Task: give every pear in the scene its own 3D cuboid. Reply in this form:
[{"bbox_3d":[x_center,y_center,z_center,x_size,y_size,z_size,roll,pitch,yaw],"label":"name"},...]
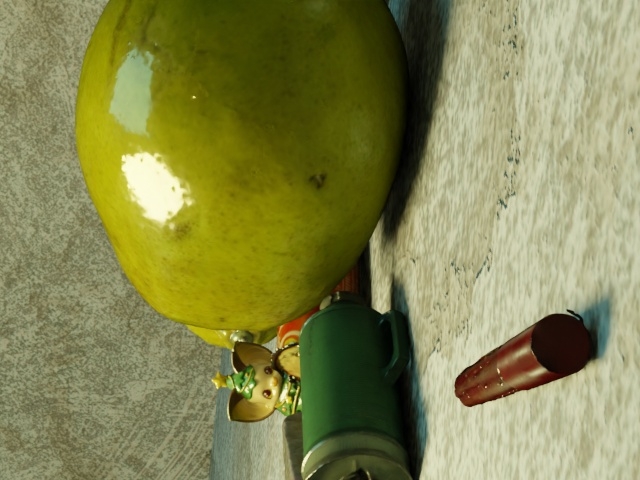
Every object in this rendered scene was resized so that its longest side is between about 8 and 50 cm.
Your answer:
[{"bbox_3d":[-0.056,-0.078,0.983,0.253,0.253,0.307,-94,6,-52],"label":"pear"}]

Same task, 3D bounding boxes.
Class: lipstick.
[{"bbox_3d":[0.086,0.059,0.611,0.176,0.027,0.027,118,155,-76],"label":"lipstick"}]

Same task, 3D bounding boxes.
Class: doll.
[{"bbox_3d":[-0.045,0.142,1.300,0.076,0.113,0.078,64,-151,-76],"label":"doll"}]

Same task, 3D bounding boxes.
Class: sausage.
[{"bbox_3d":[0.000,0.000,1.162,0.083,0.083,0.264,104,169,-53],"label":"sausage"}]

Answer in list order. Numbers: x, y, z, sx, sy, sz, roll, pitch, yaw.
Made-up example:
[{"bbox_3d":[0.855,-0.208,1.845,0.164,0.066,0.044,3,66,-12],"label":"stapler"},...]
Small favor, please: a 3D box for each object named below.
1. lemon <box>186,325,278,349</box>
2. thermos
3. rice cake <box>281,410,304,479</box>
[{"bbox_3d":[-0.091,0.022,1.474,0.184,0.184,0.248,102,159,-49],"label":"lemon"},{"bbox_3d":[0.020,0.102,0.922,0.187,0.073,0.083,-94,10,-53],"label":"thermos"},{"bbox_3d":[0.014,0.215,0.950,0.399,0.064,0.070,-112,18,-75],"label":"rice cake"}]
